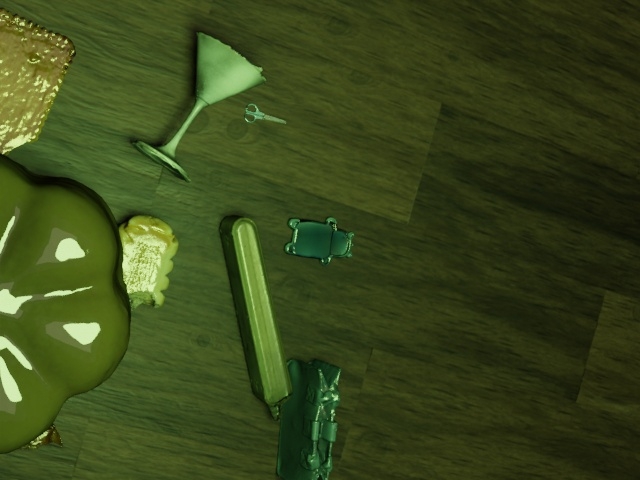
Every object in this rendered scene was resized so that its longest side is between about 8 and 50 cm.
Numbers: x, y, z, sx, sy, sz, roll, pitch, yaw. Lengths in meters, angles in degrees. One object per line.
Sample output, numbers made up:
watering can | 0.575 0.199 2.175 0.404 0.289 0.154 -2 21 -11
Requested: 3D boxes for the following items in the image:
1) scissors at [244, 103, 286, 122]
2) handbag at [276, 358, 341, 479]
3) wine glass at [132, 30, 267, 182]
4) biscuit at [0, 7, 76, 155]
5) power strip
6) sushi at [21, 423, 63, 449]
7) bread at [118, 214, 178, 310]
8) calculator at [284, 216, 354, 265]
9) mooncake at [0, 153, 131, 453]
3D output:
scissors | -0.101 -0.228 2.012 0.083 0.006 0.036 11 87 -23
handbag | -0.017 0.336 1.993 0.062 0.179 0.229 4 90 -22
wine glass | -0.216 -0.228 1.895 0.156 0.156 0.232 36 83 -21
biscuit | -0.554 -0.273 1.819 0.232 0.013 0.237 24 85 -22
power strip | -0.111 0.144 1.987 0.066 0.092 0.388 -13 99 -19
sushi | -0.502 0.329 1.859 0.120 0.052 0.055 5 92 -22
bread | -0.315 0.044 1.898 0.119 0.084 0.177 18 88 -15
calculator | 0.000 0.000 2.063 0.141 0.019 0.094 8 91 -24
mooncake | -0.518 0.087 1.696 0.467 0.262 0.467 -1 93 -12
